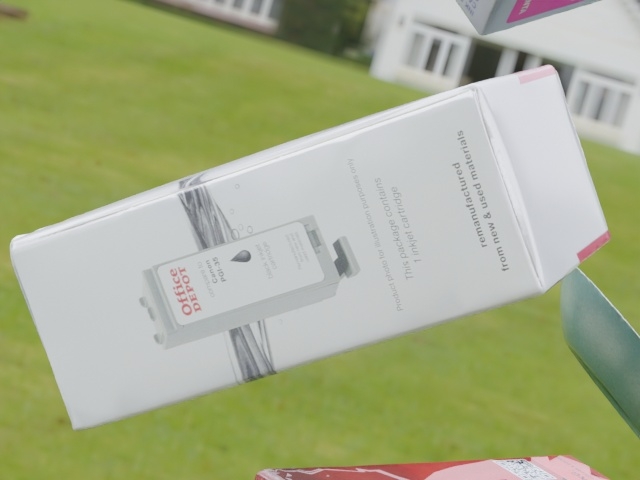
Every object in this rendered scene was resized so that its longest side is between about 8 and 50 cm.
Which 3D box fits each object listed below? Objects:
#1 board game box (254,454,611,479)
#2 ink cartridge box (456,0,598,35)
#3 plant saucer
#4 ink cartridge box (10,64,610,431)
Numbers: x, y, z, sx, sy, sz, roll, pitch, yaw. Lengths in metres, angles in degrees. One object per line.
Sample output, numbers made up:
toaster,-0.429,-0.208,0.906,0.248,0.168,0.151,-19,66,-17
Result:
board game box,0.117,0.131,0.539,0.145,0.027,0.281,2,20,-43
ink cartridge box,0.171,-0.228,1.067,0.311,0.065,0.185,-20,63,-24
plant saucer,0.211,0.099,1.327,0.195,0.037,0.195,52,1,-1
ink cartridge box,0.000,0.000,1.126,0.283,0.117,0.207,-18,3,20
